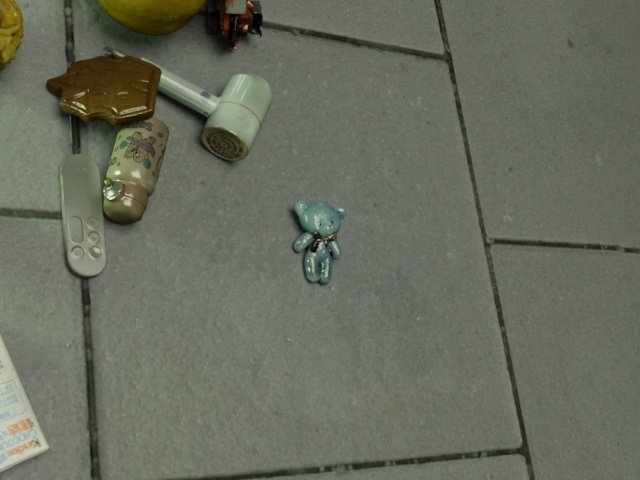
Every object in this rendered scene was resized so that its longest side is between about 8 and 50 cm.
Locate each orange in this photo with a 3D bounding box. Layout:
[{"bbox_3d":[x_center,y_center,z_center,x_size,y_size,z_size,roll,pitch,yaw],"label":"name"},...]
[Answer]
[{"bbox_3d":[-0.334,-0.553,1.819,0.235,0.279,0.279,1,71,-31],"label":"orange"}]

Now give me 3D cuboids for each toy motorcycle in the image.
[{"bbox_3d":[-0.180,-0.572,1.910,0.148,0.325,0.221,3,51,-8],"label":"toy motorcycle"}]

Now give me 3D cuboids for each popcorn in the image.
[{"bbox_3d":[-0.620,-0.371,1.661,0.140,0.163,0.194,34,23,-38],"label":"popcorn"}]

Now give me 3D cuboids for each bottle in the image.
[{"bbox_3d":[-0.361,-0.137,1.740,0.110,0.097,0.209,53,40,-54],"label":"bottle"}]

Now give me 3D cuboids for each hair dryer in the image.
[{"bbox_3d":[-0.281,-0.321,1.878,0.357,0.107,0.173,28,56,-12],"label":"hair dryer"}]

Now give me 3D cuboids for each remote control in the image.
[{"bbox_3d":[-0.448,-0.048,1.704,0.077,0.022,0.245,3,71,-32],"label":"remote control"}]

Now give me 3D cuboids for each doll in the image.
[{"bbox_3d":[0.002,-0.002,1.925,0.120,0.075,0.179,8,67,-25],"label":"doll"}]

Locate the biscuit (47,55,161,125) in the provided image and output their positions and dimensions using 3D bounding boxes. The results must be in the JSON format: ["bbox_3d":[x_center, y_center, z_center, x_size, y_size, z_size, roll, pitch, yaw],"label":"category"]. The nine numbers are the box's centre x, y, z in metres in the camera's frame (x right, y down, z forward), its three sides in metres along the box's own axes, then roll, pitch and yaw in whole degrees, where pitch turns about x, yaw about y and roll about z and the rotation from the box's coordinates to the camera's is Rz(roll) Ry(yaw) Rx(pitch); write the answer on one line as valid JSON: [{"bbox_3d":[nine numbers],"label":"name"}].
[{"bbox_3d":[-0.423,-0.298,1.758,0.215,0.034,0.182,3,50,-3],"label":"biscuit"}]

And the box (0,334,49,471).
[{"bbox_3d":[-0.616,0.276,1.459,0.273,0.048,0.265,-20,83,-36],"label":"box"}]
